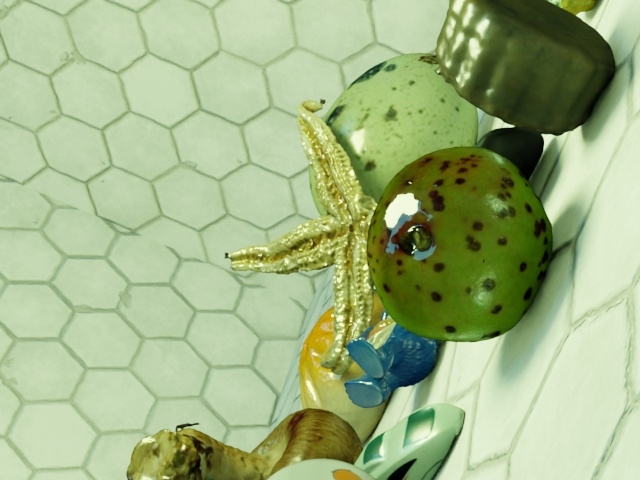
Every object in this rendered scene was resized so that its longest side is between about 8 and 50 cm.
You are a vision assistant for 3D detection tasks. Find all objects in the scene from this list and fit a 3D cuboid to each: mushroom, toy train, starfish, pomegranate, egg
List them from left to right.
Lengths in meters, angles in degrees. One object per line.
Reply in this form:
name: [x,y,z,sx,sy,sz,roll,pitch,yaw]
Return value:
mushroom: [-0.119,0.394,1.889,0.334,0.356,0.331,-69,2,-62]
starfish: [0.000,0.000,2.064,0.082,0.432,0.324,10,-55,-50]
toy train: [0.070,0.342,1.614,0.086,0.088,0.407,-71,6,-51]
egg: [0.136,-0.170,2.220,0.287,0.288,0.379,146,146,-83]
pomegranate: [0.169,-0.004,1.440,0.231,0.231,0.286,-66,-7,16]

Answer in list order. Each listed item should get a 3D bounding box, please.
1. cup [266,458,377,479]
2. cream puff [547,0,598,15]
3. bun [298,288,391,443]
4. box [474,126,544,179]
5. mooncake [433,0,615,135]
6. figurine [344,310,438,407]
cup: [-0.007,0.397,1.407,0.317,0.212,0.212,-78,11,-73]
cream puff: [0.367,-0.396,1.733,0.121,0.156,0.156,-22,-16,-22]
bun: [0.044,0.216,2.166,0.299,0.165,0.299,-155,90,-87]
box: [0.221,-0.061,1.632,0.201,0.042,0.212,-13,-44,-56]
mooncake: [0.249,-0.228,1.504,0.228,0.228,0.124,-74,7,-63]
figurine: [0.134,0.142,1.830,0.262,0.121,0.164,-54,-17,-33]
